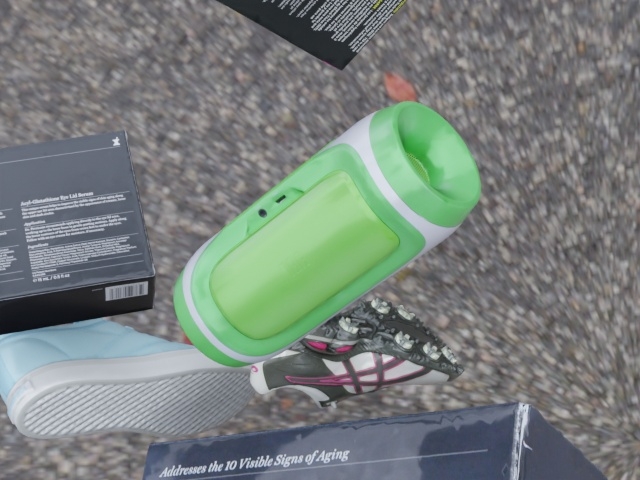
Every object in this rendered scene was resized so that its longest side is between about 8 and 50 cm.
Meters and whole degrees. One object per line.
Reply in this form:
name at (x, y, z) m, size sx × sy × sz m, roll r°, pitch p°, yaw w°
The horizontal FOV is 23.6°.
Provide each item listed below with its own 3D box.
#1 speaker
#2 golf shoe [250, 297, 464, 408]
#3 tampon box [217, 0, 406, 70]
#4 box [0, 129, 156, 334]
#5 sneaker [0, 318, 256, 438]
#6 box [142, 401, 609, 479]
speaker at (0.000, 0.000, 1.374) m, size 0.296 × 0.131 × 0.131 m, roll -37°, pitch 75°, yaw 33°
golf shoe at (0.040, 0.130, 1.733) m, size 0.120 × 0.273 × 0.105 m, roll -57°, pitch 40°, yaw 22°
tampon box at (-0.025, -0.228, 1.180) m, size 0.101 × 0.161 × 0.120 m, roll -45°, pitch 48°, yaw 19°
box at (-0.323, -0.002, 1.664) m, size 0.261 × 0.103 × 0.184 m, roll -9°, pitch 67°, yaw -11°
sneaker at (-0.231, 0.145, 1.847) m, size 0.135 × 0.366 × 0.150 m, roll -52°, pitch 54°, yaw 25°
box at (0.041, 0.454, 1.592) m, size 0.480 × 0.297 × 0.471 m, roll -10°, pitch 58°, yaw 31°
